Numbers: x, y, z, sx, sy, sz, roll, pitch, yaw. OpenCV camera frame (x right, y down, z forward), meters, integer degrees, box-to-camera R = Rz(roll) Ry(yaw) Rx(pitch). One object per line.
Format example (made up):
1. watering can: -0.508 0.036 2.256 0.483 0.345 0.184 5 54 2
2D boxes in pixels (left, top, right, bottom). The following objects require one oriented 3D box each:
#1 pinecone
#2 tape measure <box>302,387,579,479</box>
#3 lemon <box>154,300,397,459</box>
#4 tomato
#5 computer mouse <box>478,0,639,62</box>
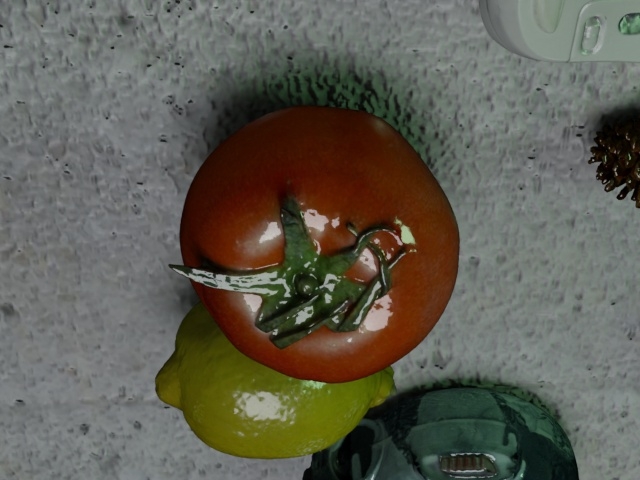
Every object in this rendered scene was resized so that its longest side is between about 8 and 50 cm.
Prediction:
1. pinecone: 0.304 -0.076 1.539 0.109 0.102 0.102 11 134 5
2. tape measure: 0.151 0.288 1.857 0.275 0.147 0.256 -16 132 18
3. lemon: -0.042 0.130 1.686 0.249 0.184 0.184 0 135 -13
4. tomato: 0.000 0.000 1.521 0.256 0.224 0.255 2 116 4
5. computer mouse: 0.267 -0.230 1.372 0.297 0.121 0.184 -8 126 -11
